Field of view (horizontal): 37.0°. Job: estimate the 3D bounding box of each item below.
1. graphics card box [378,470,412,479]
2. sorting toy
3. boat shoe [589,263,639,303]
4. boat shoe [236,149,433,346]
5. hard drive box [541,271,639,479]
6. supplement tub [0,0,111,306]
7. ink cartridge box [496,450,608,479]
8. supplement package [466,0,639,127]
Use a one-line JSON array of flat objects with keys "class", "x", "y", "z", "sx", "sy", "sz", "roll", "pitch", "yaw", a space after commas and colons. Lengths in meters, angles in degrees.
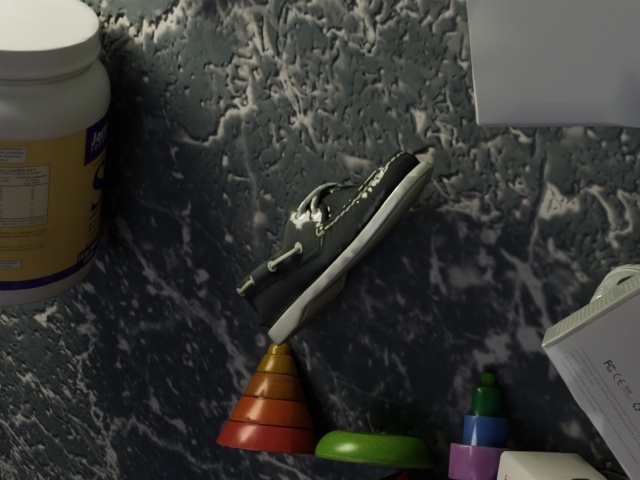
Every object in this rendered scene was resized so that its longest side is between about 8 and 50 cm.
[{"class": "graphics card box", "x": 0.097, "y": 0.424, "z": 0.881, "sx": 0.094, "sy": 0.233, "sz": 0.371, "roll": -36, "pitch": 80, "yaw": 30}, {"class": "sorting toy", "x": 0.043, "y": 0.175, "z": 1.021, "sx": 0.365, "sy": 0.127, "sz": 0.126, "roll": -3, "pitch": 77, "yaw": 39}, {"class": "boat shoe", "x": 0.297, "y": 0.122, "z": 0.766, "sx": 0.227, "sy": 0.081, "sz": 0.079, "roll": 51, "pitch": 133, "yaw": 11}, {"class": "boat shoe", "x": 0.000, "y": 0.000, "z": 0.949, "sx": 0.091, "sy": 0.114, "sz": 0.302, "roll": 47, "pitch": 132, "yaw": 7}, {"class": "hard drive box", "x": 0.304, "y": 0.083, "z": 0.669, "sx": 0.232, "sy": 0.089, "sz": 0.181, "roll": -34, "pitch": 84, "yaw": 15}, {"class": "supplement tub", "x": -0.377, "y": -0.115, "z": 1.137, "sx": 0.241, "sy": 0.241, "sz": 0.331, "roll": 32, "pitch": 127, "yaw": 27}, {"class": "ink cartridge box", "x": 0.219, "y": 0.288, "z": 0.814, "sx": 0.203, "sy": 0.085, "sz": 0.148, "roll": -143, "pitch": 59, "yaw": -73}, {"class": "supplement package", "x": 0.230, "y": -0.191, "z": 0.558, "sx": 0.199, "sy": 0.262, "sz": 0.198, "roll": 5, "pitch": 112, "yaw": 39}]
